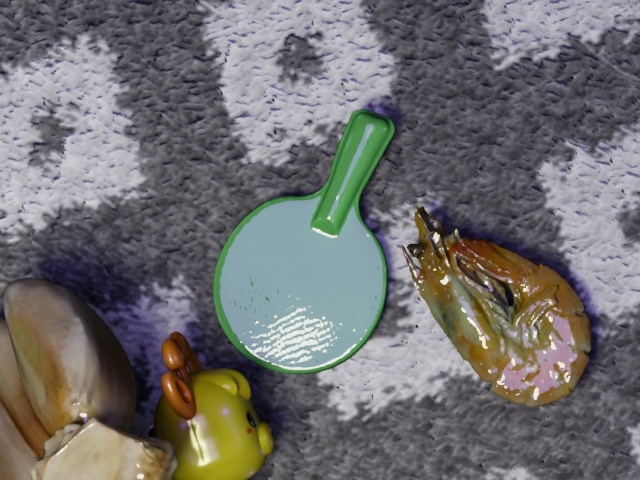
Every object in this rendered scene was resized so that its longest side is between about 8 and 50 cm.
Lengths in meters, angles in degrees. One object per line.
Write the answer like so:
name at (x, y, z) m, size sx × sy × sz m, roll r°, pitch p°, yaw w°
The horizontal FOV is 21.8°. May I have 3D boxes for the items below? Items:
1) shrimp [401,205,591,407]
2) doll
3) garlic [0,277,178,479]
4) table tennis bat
shrimp at (0.158, 0.052, 1.501) m, size 0.115 × 0.051 × 0.217 m, roll -39°, pitch 83°, yaw -4°
doll at (-0.107, 0.190, 1.485) m, size 0.135 × 0.143 × 0.220 m, roll -13°, pitch 96°, yaw 7°
garlic at (-0.236, 0.185, 1.447) m, size 0.132 × 0.325 × 0.279 m, roll 13°, pitch 102°, yaw -26°
table tennis bat at (0.000, 0.000, 1.528) m, size 0.160 × 0.039 × 0.257 m, roll 25°, pitch 95°, yaw 7°
